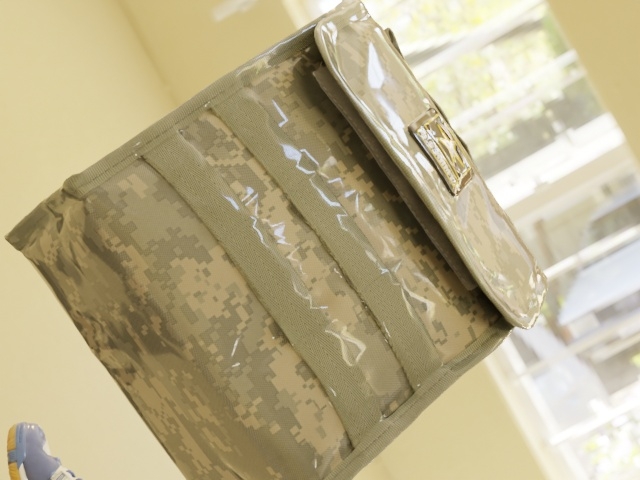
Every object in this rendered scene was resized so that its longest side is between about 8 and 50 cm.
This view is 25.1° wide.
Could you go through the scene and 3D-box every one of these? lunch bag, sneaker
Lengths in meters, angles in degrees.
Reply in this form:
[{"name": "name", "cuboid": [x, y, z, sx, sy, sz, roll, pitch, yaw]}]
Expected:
[{"name": "lunch bag", "cuboid": [0.000, 0.000, 0.896, 0.287, 0.235, 0.169, -38, 5, -31]}, {"name": "sneaker", "cuboid": [-0.319, 0.357, 1.865, 0.131, 0.296, 0.112, -19, -30, -10]}]
